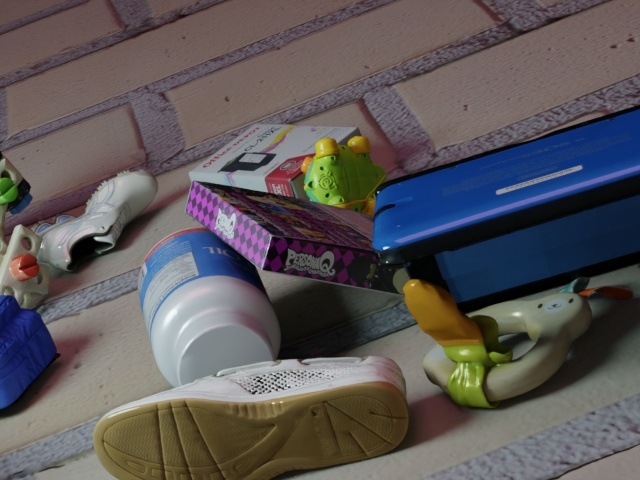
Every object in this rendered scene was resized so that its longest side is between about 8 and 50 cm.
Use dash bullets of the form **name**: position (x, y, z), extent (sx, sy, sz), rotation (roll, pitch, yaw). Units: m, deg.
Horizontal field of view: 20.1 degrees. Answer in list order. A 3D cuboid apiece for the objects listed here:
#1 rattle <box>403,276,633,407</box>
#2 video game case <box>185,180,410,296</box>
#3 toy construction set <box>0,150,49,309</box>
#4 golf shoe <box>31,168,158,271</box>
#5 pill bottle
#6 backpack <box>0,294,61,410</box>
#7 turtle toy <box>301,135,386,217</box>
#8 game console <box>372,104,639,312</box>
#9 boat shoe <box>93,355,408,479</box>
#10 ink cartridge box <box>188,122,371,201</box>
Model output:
- **rattle**: position (0.171, 0.044, 1.582), extent (0.199, 0.143, 0.130), rotation (-32, 12, -13)
- **video game case**: position (0.000, 0.000, 1.784), extent (0.210, 0.042, 0.232), rotation (11, 10, -26)
- **toy construction set**: position (-0.450, 0.003, 2.131), extent (0.327, 0.151, 0.215), rotation (-3, 39, 34)
- **golf shoe**: position (-0.255, -0.016, 2.166), extent (0.176, 0.069, 0.086), rotation (-36, 44, -20)
- **pill bottle**: position (-0.105, 0.079, 1.740), extent (0.124, 0.124, 0.221), rotation (-22, 24, -3)
- **backpack**: position (-0.350, 0.122, 1.876), extent (0.098, 0.101, 0.120), rotation (-15, 27, 29)
- **turtle toy**: position (0.028, -0.064, 1.988), extent (0.130, 0.095, 0.066), rotation (-7, -6, -44)
- **game console**: position (0.208, -0.001, 1.565), extent (0.293, 0.173, 0.250), rotation (-17, 17, 9)
- **boat shoe**: position (-0.058, 0.154, 1.584), extent (0.277, 0.098, 0.096), rotation (-7, 25, 7)
- **ink cartridge box**: position (-0.046, -0.074, 2.087), extent (0.175, 0.072, 0.127), rotation (6, 35, 45)
